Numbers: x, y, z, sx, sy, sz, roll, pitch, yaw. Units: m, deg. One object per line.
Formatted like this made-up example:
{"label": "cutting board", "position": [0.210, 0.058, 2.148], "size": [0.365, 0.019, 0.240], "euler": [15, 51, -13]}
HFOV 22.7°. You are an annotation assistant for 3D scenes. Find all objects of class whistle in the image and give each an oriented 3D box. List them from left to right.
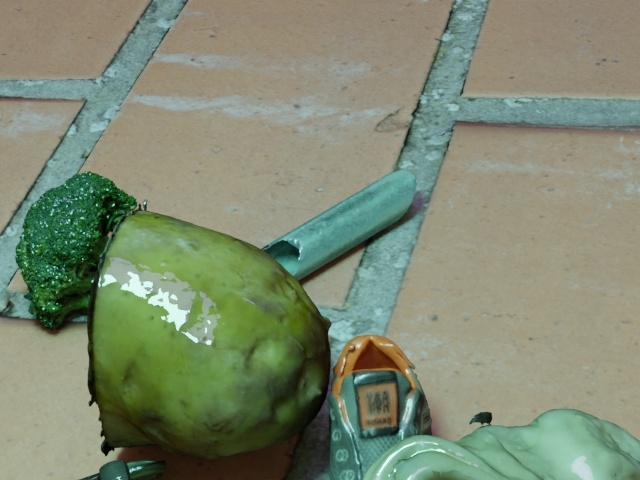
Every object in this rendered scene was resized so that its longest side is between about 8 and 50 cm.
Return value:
{"label": "whistle", "position": [0.000, 0.000, 2.006], "size": [0.312, 0.062, 0.062], "euler": [-31, 42, -28]}

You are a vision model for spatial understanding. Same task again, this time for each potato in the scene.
{"label": "potato", "position": [-0.103, 0.110, 1.710], "size": [0.237, 0.301, 0.288], "euler": [7, 50, 7]}

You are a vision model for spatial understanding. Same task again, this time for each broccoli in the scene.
{"label": "broccoli", "position": [-0.301, 0.012, 1.966], "size": [0.156, 0.195, 0.195], "euler": [40, 47, -1]}

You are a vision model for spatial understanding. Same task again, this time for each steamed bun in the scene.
{"label": "steamed bun", "position": [0.164, 0.314, 1.313], "size": [0.394, 0.346, 0.237], "euler": [-42, 51, -13]}

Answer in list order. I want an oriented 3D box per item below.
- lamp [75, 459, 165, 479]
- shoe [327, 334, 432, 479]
{"label": "lamp", "position": [-0.242, 0.308, 1.586], "size": [0.203, 0.124, 0.283], "euler": [-22, 34, -3]}
{"label": "shoe", "position": [0.065, 0.213, 1.608], "size": [0.132, 0.171, 0.336], "euler": [-6, 35, 2]}
